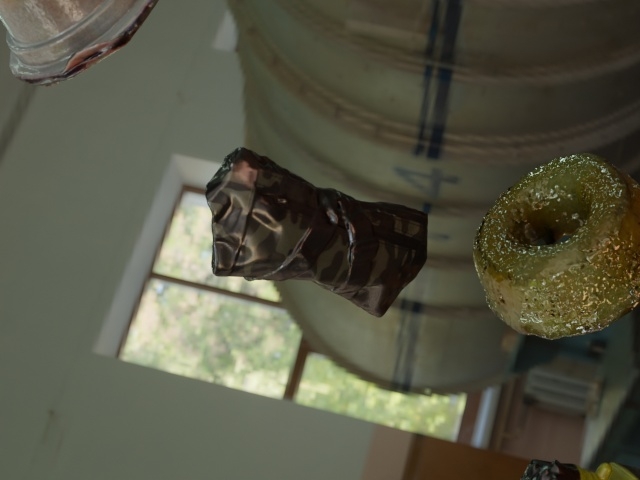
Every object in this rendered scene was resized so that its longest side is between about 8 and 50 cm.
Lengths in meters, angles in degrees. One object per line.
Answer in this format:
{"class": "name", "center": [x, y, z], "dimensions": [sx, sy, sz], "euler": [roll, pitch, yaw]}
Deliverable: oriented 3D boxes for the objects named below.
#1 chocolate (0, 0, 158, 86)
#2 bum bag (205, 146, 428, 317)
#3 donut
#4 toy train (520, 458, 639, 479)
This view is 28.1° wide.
{"class": "chocolate", "center": [-0.271, -0.265, 1.284], "dimensions": [0.147, 0.221, 0.221], "euler": [44, -128, -42]}
{"class": "bum bag", "center": [0.000, 0.000, 1.483], "dimensions": [0.340, 0.095, 0.144], "euler": [17, -88, -42]}
{"class": "donut", "center": [0.308, -0.007, 1.627], "dimensions": [0.107, 0.272, 0.272], "euler": [55, -143, -33]}
{"class": "toy train", "center": [0.238, 0.256, 1.153], "dimensions": [0.127, 0.219, 0.089], "euler": [-63, 23, 6]}
